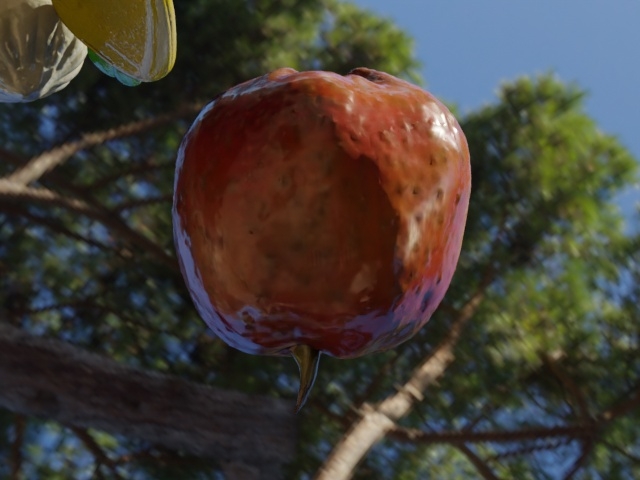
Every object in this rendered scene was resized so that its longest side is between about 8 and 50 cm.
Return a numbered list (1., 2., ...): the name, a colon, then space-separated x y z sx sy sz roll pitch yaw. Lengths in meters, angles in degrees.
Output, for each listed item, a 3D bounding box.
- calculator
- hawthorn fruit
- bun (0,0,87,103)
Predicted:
1. calculator: -0.184 -0.210 1.353 0.146 0.235 0.032 38 -118 17
2. hawthorn fruit: 0.000 0.000 0.904 0.179 0.179 0.200 -7 -102 26
3. bun: -0.278 -0.172 1.454 0.138 0.138 0.094 -28 -121 13
